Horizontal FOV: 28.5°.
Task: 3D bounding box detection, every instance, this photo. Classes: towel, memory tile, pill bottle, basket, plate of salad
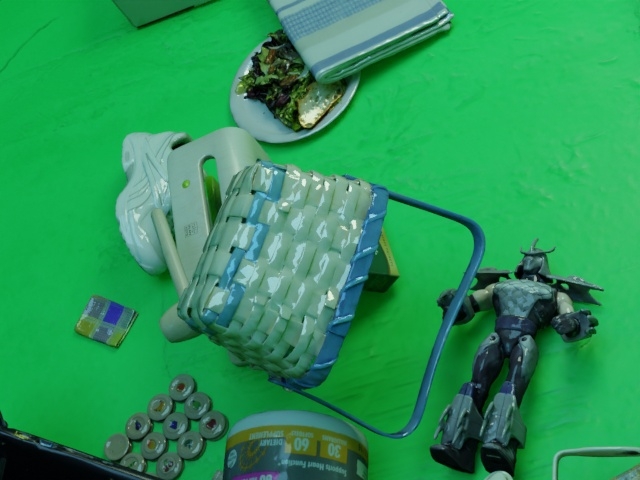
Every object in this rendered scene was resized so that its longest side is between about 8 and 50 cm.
[{"bbox_3d":[0.035,-0.348,1.762,0.209,0.034,0.285,-26,54,-4],"label":"towel"},{"bbox_3d":[-0.193,0.243,1.563,0.148,0.012,0.113,-43,53,-3],"label":"memory tile"},{"bbox_3d":[-0.032,0.335,1.341,0.162,0.162,0.279,-9,59,21],"label":"pill bottle"},{"bbox_3d":[0.016,0.047,1.342,0.288,0.201,0.255,25,79,-11],"label":"basket"},{"bbox_3d":[-0.289,0.108,1.688,0.083,0.009,0.060,18,70,32],"label":"towel"},{"bbox_3d":[-0.040,-0.224,1.740,0.199,0.048,0.200,-12,58,20],"label":"plate of salad"}]

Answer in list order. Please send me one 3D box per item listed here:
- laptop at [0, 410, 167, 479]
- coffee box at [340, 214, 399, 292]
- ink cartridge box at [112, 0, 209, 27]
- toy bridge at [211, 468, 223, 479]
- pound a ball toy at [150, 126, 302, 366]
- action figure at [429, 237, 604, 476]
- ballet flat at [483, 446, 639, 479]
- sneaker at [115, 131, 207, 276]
[{"bbox_3d":[-0.302,0.362,1.423,0.407,0.236,0.382,17,105,7],"label":"laptop"},{"bbox_3d":[0.000,0.000,1.516,0.040,0.184,0.113,-51,42,39],"label":"coffee box"},{"bbox_3d":[-0.230,-0.490,1.941,0.197,0.114,0.273,-17,55,16],"label":"ink cartridge box"},{"bbox_3d":[-0.137,0.357,1.462,0.063,0.026,0.188,22,73,31],"label":"toy bridge"},{"bbox_3d":[-0.107,0.002,1.540,0.135,0.208,0.319,-21,55,13],"label":"pound a ball toy"},{"bbox_3d":[0.210,0.118,1.394,0.185,0.099,0.285,0,57,37],"label":"action figure"},{"bbox_3d":[0.229,0.277,1.274,0.348,0.123,0.123,-17,56,10],"label":"ballet flat"},{"bbox_3d":[-0.210,-0.062,1.703,0.115,0.090,0.232,-14,58,14],"label":"sneaker"}]
